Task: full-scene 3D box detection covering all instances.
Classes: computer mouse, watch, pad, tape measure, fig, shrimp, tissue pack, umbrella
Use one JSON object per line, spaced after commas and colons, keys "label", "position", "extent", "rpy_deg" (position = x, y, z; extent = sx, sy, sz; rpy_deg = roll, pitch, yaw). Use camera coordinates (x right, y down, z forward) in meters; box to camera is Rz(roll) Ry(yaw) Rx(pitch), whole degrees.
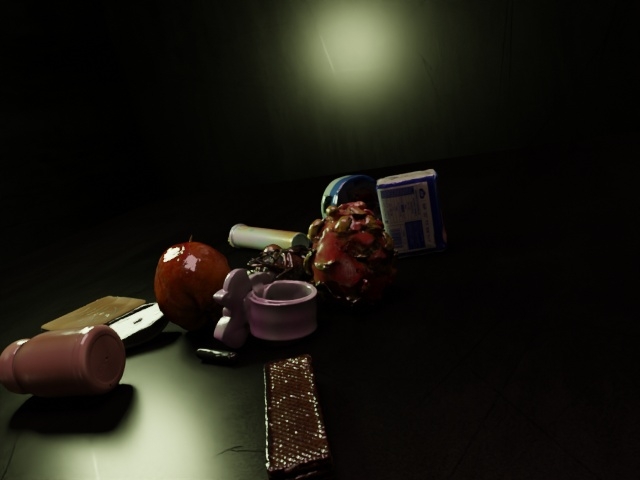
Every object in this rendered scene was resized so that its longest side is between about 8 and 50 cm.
{"label": "computer mouse", "position": [-0.547, 0.269, 1.698], "extent": [0.231, 0.071, 0.126], "rpy_deg": [-28, 34, -16]}
{"label": "watch", "position": [-0.127, 0.175, 1.502], "extent": [0.217, 0.211, 0.248], "rpy_deg": [6, 14, 28]}
{"label": "pad", "position": [-0.796, 0.263, 2.000], "extent": [0.283, 0.018, 0.286], "rpy_deg": [0, 20, 40]}
{"label": "tape measure", "position": [0.130, -0.126, 2.243], "extent": [0.259, 0.262, 0.138], "rpy_deg": [-20, 7, -29]}
{"label": "fig", "position": [-0.155, 0.065, 2.111], "extent": [0.125, 0.089, 0.088], "rpy_deg": [22, 32, 29]}
{"label": "shrimp", "position": [-0.153, 0.105, 1.757], "extent": [0.372, 0.137, 0.172], "rpy_deg": [-13, -23, -46]}
{"label": "tissue pack", "position": [0.305, -0.091, 1.916], "extent": [0.209, 0.270, 0.137], "rpy_deg": [-11, 16, 6]}
{"label": "umbrella", "position": [-0.263, 0.293, 1.453], "extent": [0.133, 0.031, 0.036], "rpy_deg": [0, 21, 35]}

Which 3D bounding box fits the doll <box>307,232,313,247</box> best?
{"label": "doll", "position": [0.000, 0.000, 2.200], "extent": [0.089, 0.102, 0.179], "rpy_deg": [-56, 23, 3]}

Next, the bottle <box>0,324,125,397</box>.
{"label": "bottle", "position": [-0.659, 0.318, 1.455], "extent": [0.296, 0.173, 0.206], "rpy_deg": [-10, -16, 17]}

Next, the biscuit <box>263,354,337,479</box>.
{"label": "biscuit", "position": [-0.048, 0.332, 1.072], "extent": [0.107, 0.073, 0.388], "rpy_deg": [-12, 16, -3]}

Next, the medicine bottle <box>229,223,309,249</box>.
{"label": "medicine bottle", "position": [-0.213, -0.001, 2.333], "extent": [0.108, 0.108, 0.425], "rpy_deg": [-25, 21, -38]}

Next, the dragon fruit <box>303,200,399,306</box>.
{"label": "dragon fruit", "position": [0.078, 0.035, 1.618], "extent": [0.250, 0.291, 0.269], "rpy_deg": [11, 28, 43]}

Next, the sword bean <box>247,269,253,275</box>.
{"label": "sword bean", "position": [-0.366, 0.145, 2.054], "extent": [0.269, 0.038, 0.043], "rpy_deg": [-10, -10, 9]}

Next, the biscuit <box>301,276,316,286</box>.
{"label": "biscuit", "position": [-0.079, 0.133, 1.865], "extent": [0.215, 0.034, 0.182], "rpy_deg": [-9, 20, 7]}

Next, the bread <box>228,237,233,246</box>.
{"label": "bread", "position": [-0.380, -0.007, 2.575], "extent": [0.072, 0.053, 0.106], "rpy_deg": [-38, 16, -4]}

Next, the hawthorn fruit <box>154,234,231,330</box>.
{"label": "hawthorn fruit", "position": [-0.369, 0.135, 1.676], "extent": [0.261, 0.259, 0.258], "rpy_deg": [27, 37, 32]}
